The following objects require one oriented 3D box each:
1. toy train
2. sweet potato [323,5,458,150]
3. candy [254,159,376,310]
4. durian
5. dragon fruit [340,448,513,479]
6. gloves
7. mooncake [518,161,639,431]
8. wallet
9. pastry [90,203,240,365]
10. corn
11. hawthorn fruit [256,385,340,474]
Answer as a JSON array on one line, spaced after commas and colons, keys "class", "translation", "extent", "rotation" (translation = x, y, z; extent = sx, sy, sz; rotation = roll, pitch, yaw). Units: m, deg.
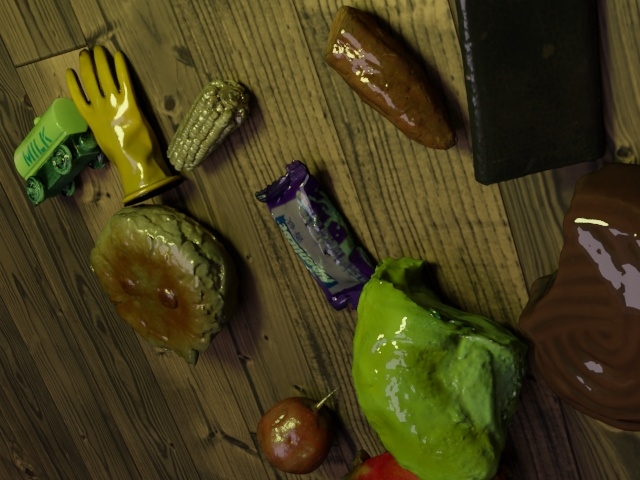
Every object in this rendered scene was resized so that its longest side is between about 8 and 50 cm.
[{"class": "toy train", "translation": [-0.532, -0.178, 1.733], "extent": [0.253, 0.105, 0.157], "rotation": [-33, 81, 45]}, {"class": "sweet potato", "translation": [0.092, -0.217, 1.195], "extent": [0.251, 0.097, 0.097], "rotation": [49, 136, 4]}, {"class": "candy", "translation": [0.000, 0.000, 1.430], "extent": [0.145, 0.070, 0.275], "rotation": [-22, 106, 52]}, {"class": "durian", "translation": [0.168, 0.202, 1.291], "extent": [0.256, 0.204, 0.339], "rotation": [11, 88, 19]}, {"class": "dragon fruit", "translation": [0.172, 0.428, 1.459], "extent": [0.243, 0.227, 0.307], "rotation": [48, 139, 10]}, {"class": "gloves", "translation": [-0.363, -0.219, 1.580], "extent": [0.133, 0.116, 0.294], "rotation": [-24, 92, 17]}, {"class": "mooncake", "translation": [0.396, 0.072, 1.083], "extent": [0.326, 0.174, 0.334], "rotation": [-29, 98, 48]}, {"class": "wallet", "translation": [0.250, -0.230, 1.039], "extent": [0.170, 0.044, 0.321], "rotation": [-13, 115, -2]}, {"class": "pastry", "translation": [-0.286, 0.069, 1.653], "extent": [0.330, 0.136, 0.329], "rotation": [18, 129, 23]}, {"class": "corn", "translation": [-0.189, -0.193, 1.455], "extent": [0.087, 0.087, 0.211], "rotation": [51, 143, 0]}, {"class": "hawthorn fruit", "translation": [-0.046, 0.359, 1.650], "extent": [0.149, 0.149, 0.189], "rotation": [30, 134, 20]}]
